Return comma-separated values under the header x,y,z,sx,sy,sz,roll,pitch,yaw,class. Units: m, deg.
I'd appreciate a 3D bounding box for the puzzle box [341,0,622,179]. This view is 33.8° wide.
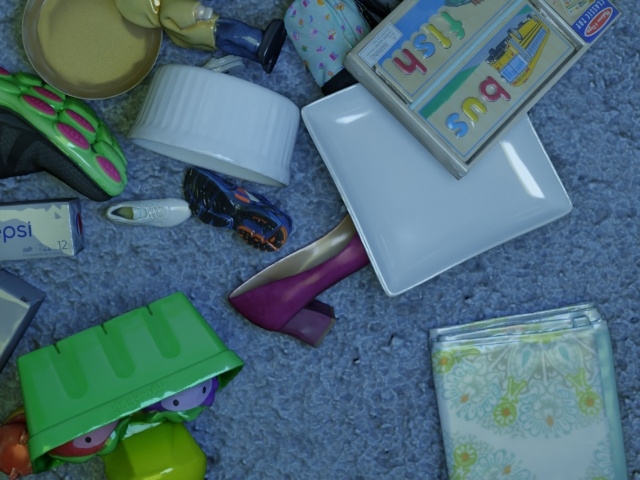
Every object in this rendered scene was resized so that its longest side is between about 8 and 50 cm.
x,y,z,sx,sy,sz,roll,pitch,yaw,class
0.268,-0.329,1.717,0.272,0.052,0.409,44,75,-1,puzzle box

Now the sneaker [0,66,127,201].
x,y,z,sx,sy,sz,roll,pitch,yaw,class
-0.550,-0.182,1.784,0.483,0.185,0.202,25,113,0,sneaker

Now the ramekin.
x,y,z,sx,sy,sz,roll,pitch,yaw,class
-0.166,-0.189,1.723,0.277,0.277,0.135,16,88,-2,ramekin

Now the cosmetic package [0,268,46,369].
x,y,z,sx,sy,sz,roll,pitch,yaw,class
-0.583,0.176,1.823,0.107,0.127,0.238,28,93,-4,cosmetic package

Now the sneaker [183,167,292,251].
x,y,z,sx,sy,sz,roll,pitch,yaw,class
-0.144,-0.056,1.833,0.221,0.087,0.083,34,117,11,sneaker

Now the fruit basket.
x,y,z,sx,sy,sz,roll,pitch,yaw,class
-0.297,0.320,1.749,0.392,0.283,0.392,4,71,-13,fruit basket

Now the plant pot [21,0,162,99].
x,y,z,sx,sy,sz,roll,pitch,yaw,class
-0.389,-0.358,1.806,0.236,0.032,0.236,0,91,-6,plant pot

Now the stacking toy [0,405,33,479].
x,y,z,sx,sy,sz,roll,pitch,yaw,class
-0.604,0.446,1.848,0.279,0.130,0.309,5,95,-2,stacking toy

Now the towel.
x,y,z,sx,sy,sz,roll,pitch,yaw,class
0.370,0.311,1.873,0.320,0.090,0.374,-9,96,3,towel

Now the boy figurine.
x,y,z,sx,sy,sz,roll,pitch,yaw,class
-0.201,-0.364,1.754,0.285,0.177,0.092,23,87,9,boy figurine

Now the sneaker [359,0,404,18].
x,y,z,sx,sy,sz,roll,pitch,yaw,class
0.071,-0.499,1.765,0.341,0.125,0.139,44,88,-7,sneaker

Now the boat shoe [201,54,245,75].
x,y,z,sx,sy,sz,roll,pitch,yaw,class
-0.182,-0.301,1.829,0.100,0.035,0.035,-20,69,5,boat shoe

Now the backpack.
x,y,z,sx,sy,sz,roll,pitch,yaw,class
0.026,-0.341,1.770,0.152,0.115,0.182,-31,86,33,backpack

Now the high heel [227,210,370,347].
x,y,z,sx,sy,sz,roll,pitch,yaw,class
0.000,0.000,1.807,0.181,0.127,0.377,27,98,-14,high heel

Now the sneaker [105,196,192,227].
x,y,z,sx,sy,sz,roll,pitch,yaw,class
-0.300,-0.046,1.837,0.152,0.061,0.053,-3,94,-2,sneaker

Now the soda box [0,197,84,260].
x,y,z,sx,sy,sz,roll,pitch,yaw,class
-0.561,-0.015,1.820,0.286,0.091,0.098,-5,97,0,soda box

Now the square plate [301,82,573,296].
x,y,z,sx,sy,sz,roll,pitch,yaw,class
0.191,-0.130,1.739,0.347,0.049,0.344,-25,86,-7,square plate
